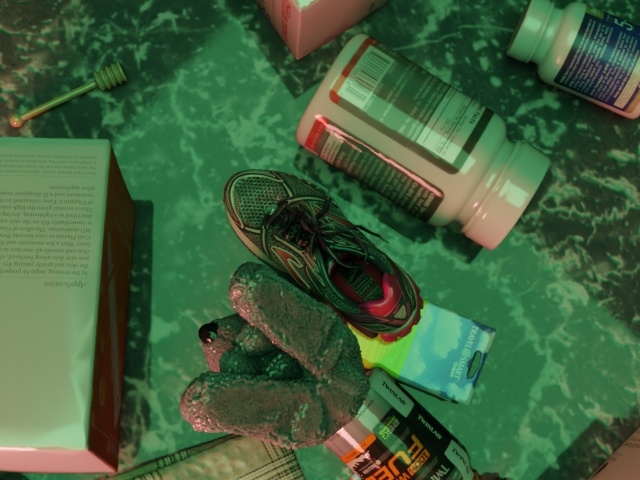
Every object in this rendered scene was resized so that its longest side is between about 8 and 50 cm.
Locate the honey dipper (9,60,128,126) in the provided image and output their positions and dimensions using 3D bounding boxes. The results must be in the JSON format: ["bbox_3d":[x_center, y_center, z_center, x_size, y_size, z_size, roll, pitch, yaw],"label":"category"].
[{"bbox_3d":[-0.327,-0.187,1.387,0.160,0.030,0.031,-24,84,-2],"label":"honey dipper"}]

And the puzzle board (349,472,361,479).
[{"bbox_3d":[0.078,0.352,1.340,0.128,0.011,0.096,33,83,3],"label":"puzzle board"}]

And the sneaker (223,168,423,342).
[{"bbox_3d":[0.000,0.000,1.313,0.299,0.112,0.121,36,86,22],"label":"sneaker"}]

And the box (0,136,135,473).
[{"bbox_3d":[-0.317,0.081,1.231,0.168,0.215,0.345,1,72,-2],"label":"box"}]

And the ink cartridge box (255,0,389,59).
[{"bbox_3d":[-0.024,-0.409,1.342,0.197,0.198,0.270,-35,85,-7],"label":"ink cartridge box"}]

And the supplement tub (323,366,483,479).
[{"bbox_3d":[0.098,0.255,1.297,0.190,0.117,0.117,43,83,0],"label":"supplement tub"}]

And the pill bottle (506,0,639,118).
[{"bbox_3d":[0.340,-0.240,1.376,0.186,0.112,0.112,23,82,1],"label":"pill bottle"}]

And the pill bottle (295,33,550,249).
[{"bbox_3d":[0.126,-0.118,1.328,0.283,0.161,0.161,32,83,2],"label":"pill bottle"}]

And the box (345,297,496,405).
[{"bbox_3d":[0.118,0.128,1.354,0.178,0.042,0.109,22,82,2],"label":"box"}]

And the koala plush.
[{"bbox_3d":[-0.069,0.142,1.266,0.203,0.221,0.196,26,81,-21],"label":"koala plush"}]

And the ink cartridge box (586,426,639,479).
[{"bbox_3d":[0.357,0.347,1.256,0.273,0.198,0.115,-43,86,-7],"label":"ink cartridge box"}]

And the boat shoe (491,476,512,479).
[{"bbox_3d":[0.179,0.381,1.309,0.065,0.075,0.206,20,87,-2],"label":"boat shoe"}]

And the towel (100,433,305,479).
[{"bbox_3d":[-0.137,0.404,1.266,0.324,0.056,0.312,-18,83,-20],"label":"towel"}]
